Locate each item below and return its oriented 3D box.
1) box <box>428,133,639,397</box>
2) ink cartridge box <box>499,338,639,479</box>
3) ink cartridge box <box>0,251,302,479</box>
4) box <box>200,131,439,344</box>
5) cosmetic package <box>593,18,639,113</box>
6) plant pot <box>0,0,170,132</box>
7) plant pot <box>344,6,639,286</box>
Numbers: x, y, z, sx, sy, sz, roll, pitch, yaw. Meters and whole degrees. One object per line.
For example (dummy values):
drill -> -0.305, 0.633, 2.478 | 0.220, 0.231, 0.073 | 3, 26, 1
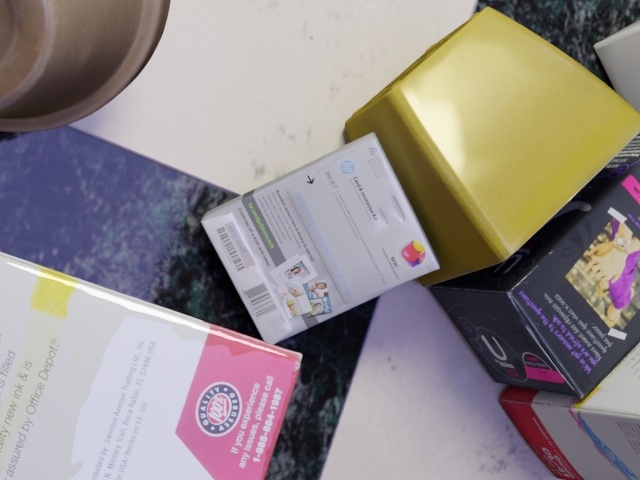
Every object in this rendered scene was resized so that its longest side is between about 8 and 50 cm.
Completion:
box -> 0.276, 0.018, 1.520 | 0.270, 0.165, 0.143 | -41, 106, -19
ink cartridge box -> 0.360, 0.144, 1.482 | 0.226, 0.306, 0.131 | -40, 106, -19
ink cartridge box -> -0.246, 0.167, 1.232 | 0.384, 0.160, 0.279 | 20, 81, -7
box -> 0.000, 0.000, 1.415 | 0.186, 0.038, 0.145 | -26, 103, 9
cosmetic package -> 0.511, -0.222, 1.629 | 0.365, 0.155, 0.197 | -32, 96, -23
plant pot -> -0.260, -0.197, 1.180 | 0.263, 0.229, 0.263 | 0, 108, 1
plant pot -> 0.150, -0.102, 1.452 | 0.212, 0.212, 0.187 | -42, 95, -19
